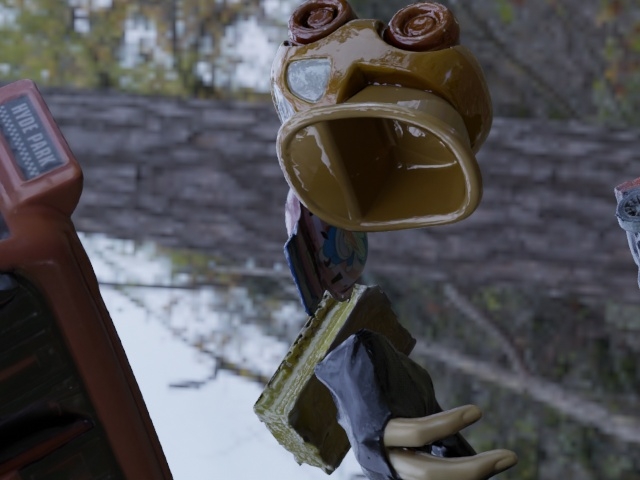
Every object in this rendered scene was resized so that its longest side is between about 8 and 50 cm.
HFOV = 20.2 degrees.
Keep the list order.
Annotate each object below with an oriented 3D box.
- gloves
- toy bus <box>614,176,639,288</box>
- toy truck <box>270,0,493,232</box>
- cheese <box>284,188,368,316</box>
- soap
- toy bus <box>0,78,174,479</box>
[{"bbox_3d":[0.124,0.238,2.096,0.152,0.301,0.197,-55,-23,3],"label":"gloves"},{"bbox_3d":[0.476,0.036,2.060,0.329,0.153,0.143,50,167,52],"label":"toy bus"},{"bbox_3d":[0.070,-0.144,2.044,0.204,0.288,0.212,69,-145,-42],"label":"toy truck"},{"bbox_3d":[0.000,0.000,2.149,0.286,0.074,0.189,-59,-49,-68],"label":"cheese"},{"bbox_3d":[0.021,0.172,2.319,0.233,0.076,0.135,-58,-47,-27],"label":"soap"},{"bbox_3d":[-0.236,0.096,1.206,0.203,0.233,0.427,56,166,40],"label":"toy bus"}]
